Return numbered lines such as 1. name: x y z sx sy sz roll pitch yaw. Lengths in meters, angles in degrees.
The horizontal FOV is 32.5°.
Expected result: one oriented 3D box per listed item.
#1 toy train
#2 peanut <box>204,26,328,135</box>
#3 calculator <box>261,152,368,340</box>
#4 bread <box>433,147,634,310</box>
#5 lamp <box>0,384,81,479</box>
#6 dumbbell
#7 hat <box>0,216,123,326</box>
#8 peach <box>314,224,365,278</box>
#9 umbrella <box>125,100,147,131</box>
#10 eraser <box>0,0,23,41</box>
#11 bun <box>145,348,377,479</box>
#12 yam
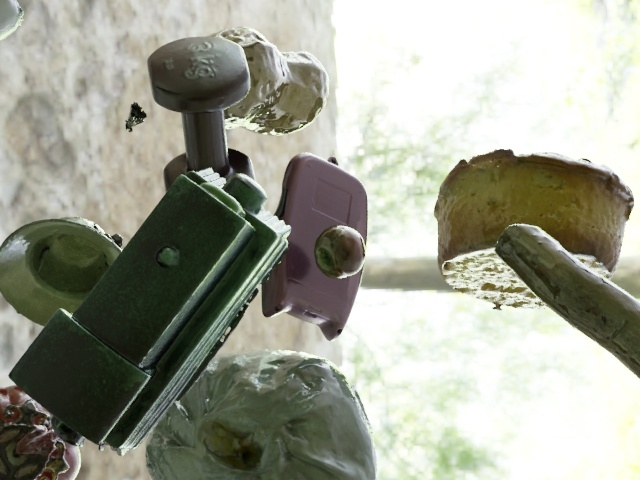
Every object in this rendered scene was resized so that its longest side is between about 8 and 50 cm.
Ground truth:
1. toy train: -0.166 0.069 1.097 0.330 0.138 0.178 -54 -7 -3
2. peanut: -0.094 -0.226 1.601 0.313 0.149 0.149 6 -99 -55
3. calculator: 0.001 0.000 1.743 0.194 0.043 0.294 24 -112 -35
4. bread: 0.395 -0.022 2.074 0.398 0.398 0.215 54 -140 -61
5. lamp: -0.491 0.339 1.733 0.227 0.227 0.227 -3 -90 -73
6. dumbbell: -0.150 -0.141 1.426 0.140 0.124 0.225 -106 11 -45
7. hat: -0.458 0.032 2.019 0.130 0.257 0.257 -90 -13 -53
8. peach: 0.031 0.016 1.653 0.083 0.083 0.083 -3 -90 -73
9. umbrella: -0.252 -0.165 1.482 0.031 0.020 0.083 55 161 -2
10. eraser: -0.446 -0.276 1.097 0.150 0.331 0.331 -43 -43 -25
11. bun: -0.086 0.307 1.624 0.194 0.354 0.354 65 -153 -64
12. yam: 0.311 0.087 1.154 0.067 0.317 0.071 -42 -31 -9
